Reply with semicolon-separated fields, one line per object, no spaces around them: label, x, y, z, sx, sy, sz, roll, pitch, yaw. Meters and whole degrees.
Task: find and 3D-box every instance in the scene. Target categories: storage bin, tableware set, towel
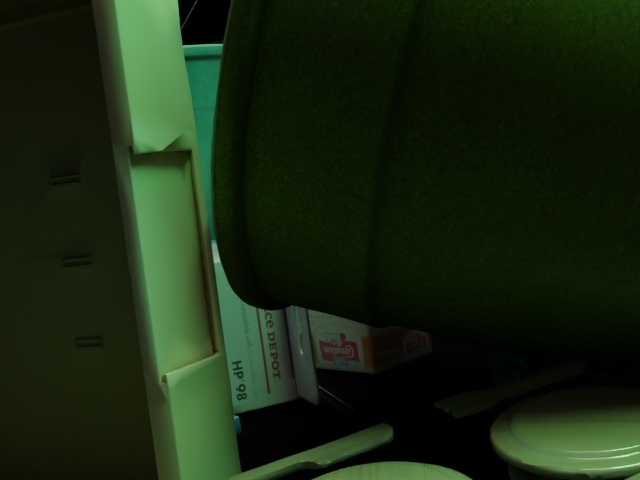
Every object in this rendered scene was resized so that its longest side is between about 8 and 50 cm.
storage bin;-0.184;0.022;0.483;0.261;0.262;0.123;-6;4;27
tableware set;0.069;0.104;0.426;0.194;0.039;0.128;-15;14;-24
towel;0.166;0.071;0.645;0.120;0.029;0.067;-9;5;-7

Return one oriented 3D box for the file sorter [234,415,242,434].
file sorter;-0.155;0.080;0.647;0.170;0.104;0.118;-4;7;41

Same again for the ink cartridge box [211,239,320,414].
ink cartridge box;-0.066;0.057;0.738;0.060;0.104;0.180;-10;6;-21

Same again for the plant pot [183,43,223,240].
plant pot;-0.169;-0.022;0.922;0.272;0.255;0.271;-9;6;1

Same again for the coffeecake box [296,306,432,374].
coffeecake box;0.000;0.000;0.806;0.068;0.185;0.142;-14;8;-42

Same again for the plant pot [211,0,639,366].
plant pot;0.185;-0.085;0.540;0.353;0.366;0.366;18;13;14
